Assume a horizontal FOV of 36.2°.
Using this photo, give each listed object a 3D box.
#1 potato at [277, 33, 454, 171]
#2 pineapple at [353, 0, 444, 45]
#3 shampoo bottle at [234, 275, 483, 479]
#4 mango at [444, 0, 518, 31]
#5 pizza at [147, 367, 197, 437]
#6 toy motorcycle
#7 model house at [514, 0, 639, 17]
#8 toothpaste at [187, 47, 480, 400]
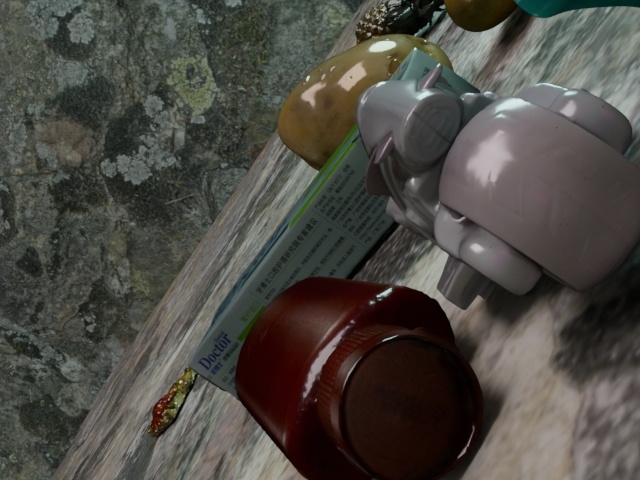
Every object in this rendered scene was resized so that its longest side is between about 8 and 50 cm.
[{"bbox_3d":[0.039,-0.113,0.841,0.178,0.118,0.109,-26,65,48],"label":"potato"},{"bbox_3d":[0.103,-0.272,1.191,0.074,0.074,0.159,-61,15,-23],"label":"pineapple"},{"bbox_3d":[0.010,0.067,0.501,0.102,0.064,0.260,-55,9,-7],"label":"shampoo bottle"},{"bbox_3d":[0.147,-0.237,0.775,0.102,0.085,0.184,-28,40,65],"label":"mango"},{"bbox_3d":[-0.190,0.198,1.253,0.099,0.029,0.100,-61,10,-30],"label":"pizza"},{"bbox_3d":[0.061,-0.034,0.431,0.112,0.112,0.254,-57,8,3],"label":"toy motorcycle"},{"bbox_3d":[0.139,-0.169,0.417,0.149,0.127,0.100,-58,8,-21],"label":"model house"},{"bbox_3d":[0.000,0.000,0.793,0.336,0.067,0.081,-51,8,35],"label":"toothpaste"}]
